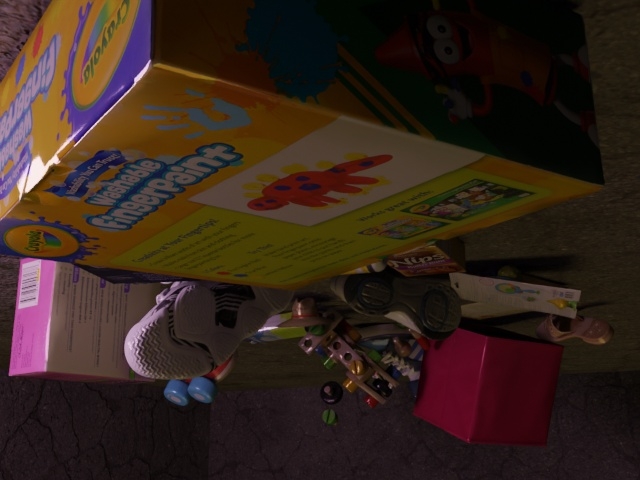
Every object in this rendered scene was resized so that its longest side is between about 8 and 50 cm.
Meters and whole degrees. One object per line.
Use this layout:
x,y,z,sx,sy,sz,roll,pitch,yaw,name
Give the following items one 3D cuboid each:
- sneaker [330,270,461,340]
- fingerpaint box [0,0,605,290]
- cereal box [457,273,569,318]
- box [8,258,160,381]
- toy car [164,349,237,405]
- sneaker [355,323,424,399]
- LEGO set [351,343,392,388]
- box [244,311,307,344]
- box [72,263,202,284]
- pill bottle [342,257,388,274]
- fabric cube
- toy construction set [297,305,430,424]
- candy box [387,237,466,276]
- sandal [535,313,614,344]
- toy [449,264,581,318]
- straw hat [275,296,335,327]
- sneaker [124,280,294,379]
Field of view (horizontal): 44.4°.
0.152,0.110,1.535,0.297,0.111,0.129,23,177,-28,sneaker
-0.060,-0.089,0.685,0.370,0.163,0.444,9,162,-32,fingerpaint box
0.381,0.125,1.671,0.173,0.048,0.240,14,159,-40,cereal box
-0.430,0.151,1.457,0.117,0.214,0.243,-12,161,37,box
-0.351,0.263,1.996,0.210,0.219,0.238,-16,130,44,toy car
0.249,0.357,2.156,0.322,0.237,0.130,4,164,-17,sneaker
0.112,0.349,2.212,0.244,0.060,0.182,38,-174,30,LEGO set
-0.114,0.225,2.004,0.178,0.043,0.109,-11,158,18,box
-0.260,0.003,1.148,0.155,0.093,0.158,-3,165,9,box
0.000,0.000,1.118,0.184,0.103,0.103,-5,164,17,pill bottle
0.422,0.358,1.997,0.254,0.258,0.259,9,-179,-27,fabric cube
0.094,0.258,1.905,0.308,0.258,0.237,-24,147,9,toy construction set
0.159,0.013,1.265,0.109,0.053,0.186,-6,162,24,candy box
0.597,0.195,1.903,0.079,0.088,0.240,46,161,-19,sandal
0.369,0.085,1.485,0.237,0.056,0.137,12,157,18,toy
-0.035,0.159,1.772,0.144,0.061,0.144,-4,178,0,straw hat
-0.218,0.121,1.301,0.210,0.138,0.365,-7,-164,38,sneaker
